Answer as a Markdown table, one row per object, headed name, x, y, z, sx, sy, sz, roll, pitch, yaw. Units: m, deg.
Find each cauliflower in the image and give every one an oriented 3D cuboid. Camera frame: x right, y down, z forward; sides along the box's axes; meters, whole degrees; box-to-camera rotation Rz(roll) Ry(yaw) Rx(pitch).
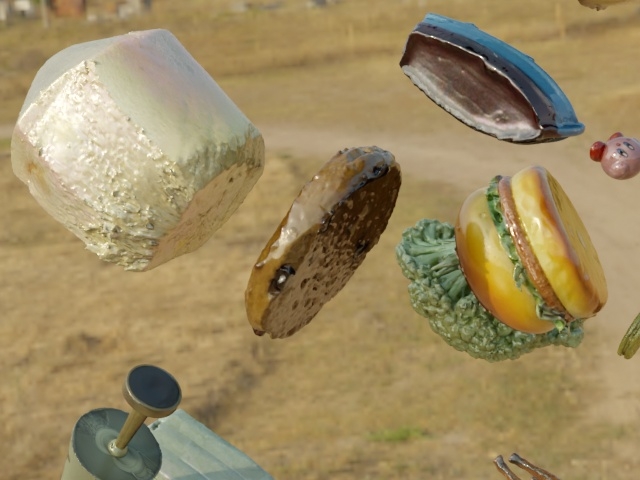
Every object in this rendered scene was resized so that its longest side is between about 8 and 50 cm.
| name | x | y | z | sx | sy | sz | roll | pitch | yaw |
| --- | --- | --- | --- | --- | --- | --- | --- | --- | --- |
| cauliflower | 0.284 | 0.046 | 1.991 | 0.327 | 0.281 | 0.260 | 32 | 10 | 3 |

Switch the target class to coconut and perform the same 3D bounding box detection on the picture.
| name | x | y | z | sx | sy | sz | roll | pitch | yaw |
| --- | --- | --- | --- | --- | --- | --- | --- | --- | --- |
| coconut | -0.262 | -0.133 | 1.713 | 0.309 | 0.297 | 0.297 | 43 | 27 | 10 |

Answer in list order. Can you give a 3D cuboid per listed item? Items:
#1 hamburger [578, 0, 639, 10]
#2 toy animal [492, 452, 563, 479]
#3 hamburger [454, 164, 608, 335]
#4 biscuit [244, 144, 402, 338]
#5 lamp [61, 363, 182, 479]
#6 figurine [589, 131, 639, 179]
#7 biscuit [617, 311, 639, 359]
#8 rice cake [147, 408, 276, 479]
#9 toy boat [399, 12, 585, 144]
| name | x | y | z | sx | sy | sz | roll | pitch | yaw |
| --- | --- | --- | --- | --- | --- | --- | --- | --- | --- |
| hamburger | 0.379 | -0.453 | 1.378 | 0.277 | 0.395 | 0.396 | -17 | 4 | 33 |
| toy animal | 0.315 | 0.341 | 1.649 | 0.066 | 0.224 | 0.230 | -45 | 44 | -8 |
| hamburger | 0.281 | 0.025 | 1.751 | 0.170 | 0.246 | 0.246 | -24 | 6 | 19 |
| biscuit | -0.001 | -0.001 | 1.656 | 0.075 | 0.296 | 0.296 | 38 | 29 | 18 |
| lamp | -0.243 | 0.243 | 1.560 | 0.121 | 0.214 | 0.121 | 21 | 36 | -16 |
| figurine | 0.464 | -0.128 | 1.948 | 0.083 | 0.067 | 0.071 | -38 | 49 | -25 |
| biscuit | 0.451 | 0.132 | 1.806 | 0.023 | 0.084 | 0.084 | 32 | 27 | 19 |
| rice cake | -0.163 | 0.318 | 1.747 | 0.211 | 0.038 | 0.124 | 29 | 42 | 19 |
| toy boat | 0.185 | -0.166 | 1.347 | 0.223 | 0.100 | 0.097 | 37 | 38 | 29 |
